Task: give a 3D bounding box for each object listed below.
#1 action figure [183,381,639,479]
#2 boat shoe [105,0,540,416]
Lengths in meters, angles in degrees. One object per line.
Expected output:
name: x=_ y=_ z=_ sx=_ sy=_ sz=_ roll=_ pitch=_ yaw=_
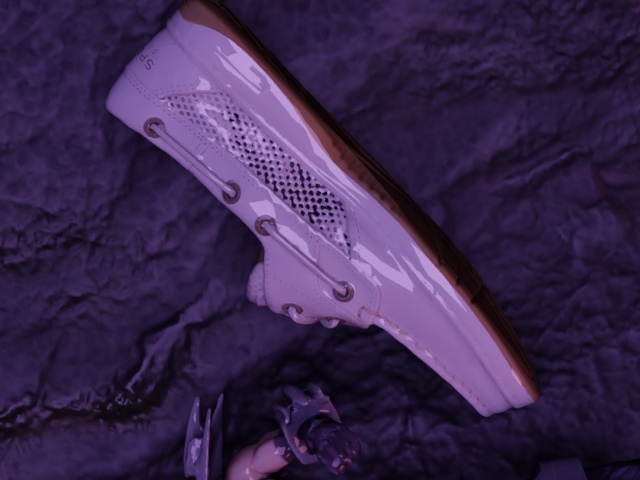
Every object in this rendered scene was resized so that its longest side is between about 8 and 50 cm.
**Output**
action figure: x=0.032 y=0.161 z=0.959 sx=0.285 sy=0.099 sz=0.185 roll=-3 pitch=109 yaw=3
boat shoe: x=0.000 y=0.000 z=0.957 sx=0.096 sy=0.098 sz=0.277 roll=-43 pitch=93 yaw=8
